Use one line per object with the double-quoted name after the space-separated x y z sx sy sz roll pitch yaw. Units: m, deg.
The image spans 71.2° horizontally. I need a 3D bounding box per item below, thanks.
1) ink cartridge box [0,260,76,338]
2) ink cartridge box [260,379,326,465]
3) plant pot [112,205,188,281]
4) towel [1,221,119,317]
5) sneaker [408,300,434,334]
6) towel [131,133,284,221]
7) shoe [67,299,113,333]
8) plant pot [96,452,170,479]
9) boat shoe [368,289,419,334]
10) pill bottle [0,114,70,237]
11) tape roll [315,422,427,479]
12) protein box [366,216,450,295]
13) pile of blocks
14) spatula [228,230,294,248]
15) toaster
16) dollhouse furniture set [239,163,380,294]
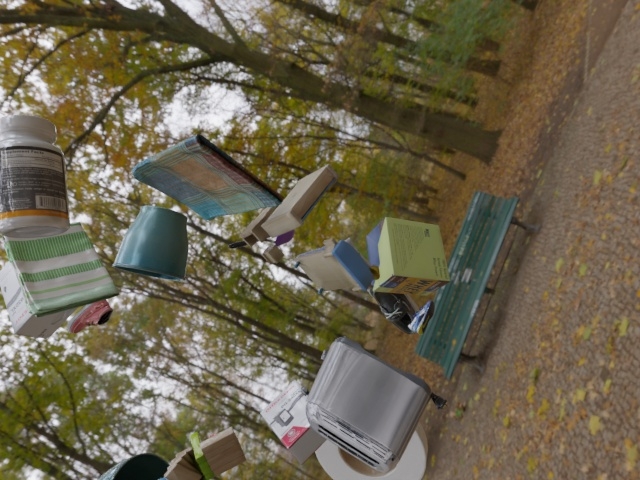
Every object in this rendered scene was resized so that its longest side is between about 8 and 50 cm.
-1.033 0.169 1.645 0.223 0.307 0.129 -45 -31 5 "ink cartridge box"
-0.049 0.385 0.963 0.109 0.063 0.150 -40 26 -19 "ink cartridge box"
-0.640 0.008 1.754 0.272 0.271 0.255 76 -157 -76 "plant pot"
-0.817 0.078 1.399 0.247 0.325 0.038 -16 -33 -43 "towel"
0.372 0.275 1.639 0.144 0.059 0.053 -51 -52 -27 "sneaker"
-0.300 -0.142 1.144 0.271 0.370 0.040 35 -116 -35 "towel"
-0.817 0.282 1.587 0.178 0.081 0.063 -47 -20 1 "shoe"
-0.552 0.762 1.229 0.290 0.195 0.290 56 -159 -34 "plant pot"
0.291 0.252 1.704 0.121 0.335 0.119 -25 43 30 "boat shoe"
-0.723 -0.155 1.111 0.162 0.162 0.279 54 -154 -81 "pill bottle"
0.168 0.697 1.526 0.072 0.391 0.392 -44 -26 -67 "tape roll"
0.273 0.055 1.416 0.136 0.201 0.200 130 142 -55 "protein box"
-0.350 0.584 1.113 0.362 0.149 0.112 -44 32 -6 "pile of blocks"
-0.253 0.004 1.944 0.084 0.296 0.030 106 150 -50 "spatula"
0.081 0.280 0.752 0.146 0.227 0.129 -55 -17 -28 "toaster"
0.000 0.000 1.229 0.286 0.303 0.198 -19 28 50 "dollhouse furniture set"
